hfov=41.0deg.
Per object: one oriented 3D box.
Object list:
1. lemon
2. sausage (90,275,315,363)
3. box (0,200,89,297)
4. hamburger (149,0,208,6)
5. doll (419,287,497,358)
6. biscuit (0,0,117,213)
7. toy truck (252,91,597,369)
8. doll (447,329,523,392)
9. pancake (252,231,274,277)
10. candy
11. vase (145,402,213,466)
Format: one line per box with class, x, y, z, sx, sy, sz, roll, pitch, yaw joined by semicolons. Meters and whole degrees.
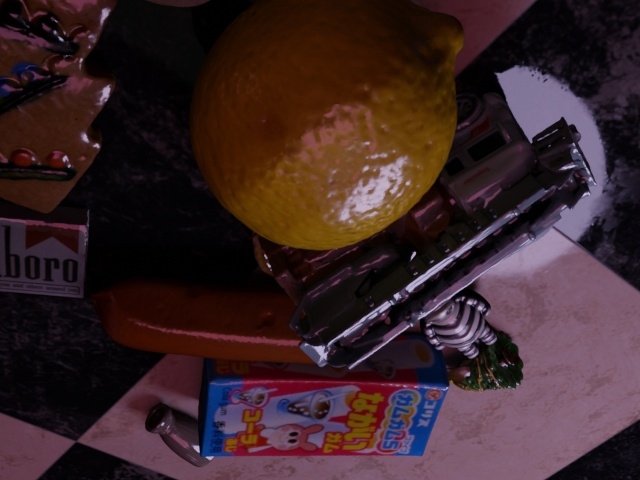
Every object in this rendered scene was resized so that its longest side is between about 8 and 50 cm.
lemon;0.007;-0.118;0.757;0.228;0.228;0.253;26;120;-26
sausage;-0.093;0.097;1.008;0.349;0.094;0.097;3;152;-11
box;-0.348;0.008;0.940;0.178;0.036;0.115;6;129;-12
hamburger;-0.136;-0.265;0.717;0.140;0.062;0.133;8;133;-17
doll;0.142;0.076;1.044;0.091;0.067;0.219;-38;124;14
biscuit;-0.303;-0.142;0.811;0.278;0.043;0.301;-12;131;3
toy truck;0.113;-0.014;0.868;0.338;0.184;0.133;-31;126;8
doll;0.215;0.183;1.140;0.078;0.076;0.113;23;125;-36
pancake;0.000;0.000;0.984;0.158;0.028;0.158;-6;132;-7
candy;-0.001;0.201;1.112;0.306;0.100;0.157;3;129;-11
vase;-0.191;0.266;1.172;0.053;0.053;0.101;-35;122;21
